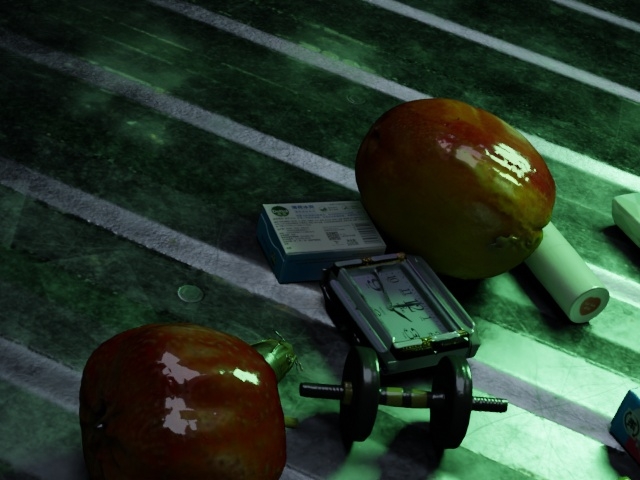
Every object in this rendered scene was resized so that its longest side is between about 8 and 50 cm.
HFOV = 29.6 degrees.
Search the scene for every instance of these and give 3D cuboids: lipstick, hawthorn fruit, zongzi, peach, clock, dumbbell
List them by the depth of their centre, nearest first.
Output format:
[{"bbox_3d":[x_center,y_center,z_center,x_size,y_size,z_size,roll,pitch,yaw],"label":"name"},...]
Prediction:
[{"bbox_3d":[-0.160,0.248,1.642,0.330,0.287,0.287,6,34,-37],"label":"hawthorn fruit"},{"bbox_3d":[0.128,0.237,1.828,0.325,0.143,0.143,7,37,-11],"label":"dumbbell"},{"bbox_3d":[-0.145,0.196,1.862,0.184,0.084,0.187,6,22,22],"label":"zongzi"},{"bbox_3d":[0.128,0.122,2.031,0.186,0.083,0.253,-7,42,-28],"label":"clock"},{"bbox_3d":[0.233,-0.098,2.173,0.372,0.290,0.373,20,28,-11],"label":"peach"},{"bbox_3d":[0.416,0.015,2.267,0.087,0.087,0.327,-5,40,-25],"label":"lipstick"}]

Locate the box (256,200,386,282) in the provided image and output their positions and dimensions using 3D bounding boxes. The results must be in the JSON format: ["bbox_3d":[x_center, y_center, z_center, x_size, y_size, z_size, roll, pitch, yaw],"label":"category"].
[{"bbox_3d":[0.000,0.000,2.155,0.194,0.073,0.139,-4,40,-23],"label":"box"}]

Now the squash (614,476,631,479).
[{"bbox_3d":[0.437,0.383,1.841,0.083,0.027,0.027,-13,44,-31],"label":"squash"}]

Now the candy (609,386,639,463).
[{"bbox_3d":[0.613,0.350,1.886,0.157,0.100,0.306,-9,44,-30],"label":"candy"}]

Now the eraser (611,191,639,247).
[{"bbox_3d":[0.750,0.046,2.345,0.213,0.082,0.397,-9,43,-28],"label":"eraser"}]
